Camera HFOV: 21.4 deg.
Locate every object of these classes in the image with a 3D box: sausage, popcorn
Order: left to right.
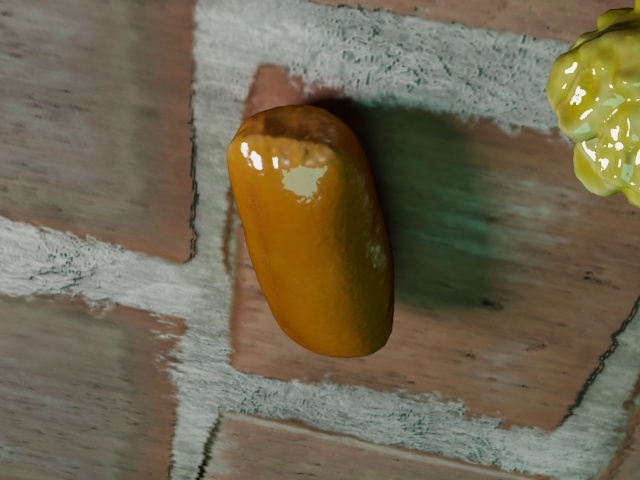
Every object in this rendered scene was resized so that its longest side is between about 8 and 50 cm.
[{"bbox_3d":[0.000,0.000,1.133,0.098,0.098,0.238,3,143,13],"label":"sausage"},{"bbox_3d":[0.202,-0.083,0.901,0.173,0.173,0.142,-20,126,38],"label":"popcorn"}]
